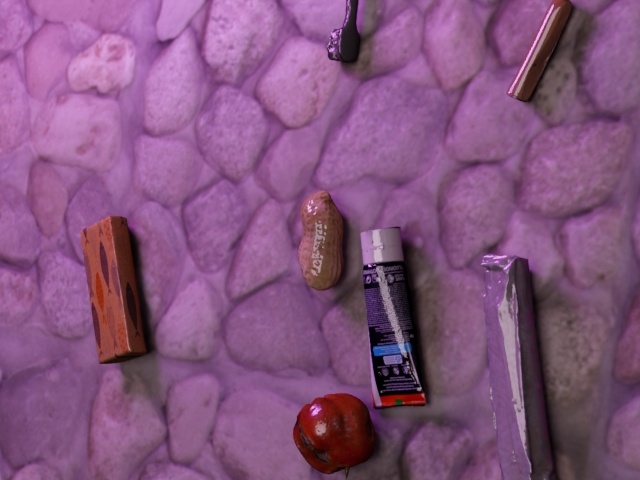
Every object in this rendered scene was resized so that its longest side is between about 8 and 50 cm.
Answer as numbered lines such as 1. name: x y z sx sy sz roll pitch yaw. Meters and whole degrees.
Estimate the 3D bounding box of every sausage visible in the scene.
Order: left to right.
1. sausage: 0.228 -0.199 1.618 0.026 0.026 0.116 30 100 32

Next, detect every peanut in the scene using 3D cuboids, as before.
1. peanut: 0.000 0.000 1.724 0.054 0.054 0.113 -7 77 32

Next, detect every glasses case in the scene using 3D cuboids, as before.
1. glasses case: -0.247 0.060 1.882 0.065 0.041 0.169 -23 72 41

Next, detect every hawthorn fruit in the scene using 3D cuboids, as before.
1. hawthorn fruit: 0.016 0.210 1.667 0.093 0.093 0.093 -5 81 32

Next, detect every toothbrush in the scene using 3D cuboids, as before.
1. toothbrush: 0.038 -0.346 1.759 0.031 0.030 0.297 3 86 43

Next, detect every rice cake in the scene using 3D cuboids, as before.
1. rice cake: 0.201 0.143 1.576 0.055 0.049 0.269 -22 71 52

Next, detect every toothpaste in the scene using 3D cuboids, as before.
1. toothpaste: 0.073 0.084 1.673 0.071 0.045 0.193 -12 83 40
